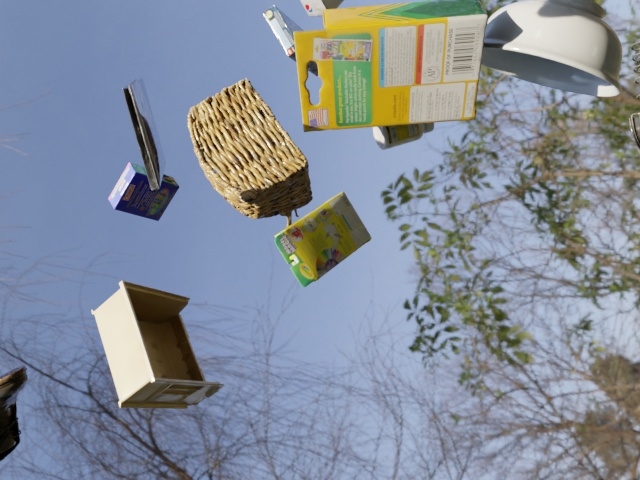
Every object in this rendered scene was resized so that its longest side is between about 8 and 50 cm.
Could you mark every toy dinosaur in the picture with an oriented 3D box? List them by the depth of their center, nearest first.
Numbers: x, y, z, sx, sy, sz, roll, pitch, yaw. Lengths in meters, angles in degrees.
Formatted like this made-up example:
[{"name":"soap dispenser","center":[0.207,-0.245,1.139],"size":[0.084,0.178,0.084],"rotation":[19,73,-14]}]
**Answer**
[{"name":"toy dinosaur","center":[-0.105,-0.111,1.682],"size":[0.183,0.053,0.092],"rotation":[60,-141,-15]}]

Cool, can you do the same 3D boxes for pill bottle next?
[{"name":"pill bottle","center":[0.172,-0.232,1.246],"size":[0.116,0.065,0.065],"rotation":[-17,-65,-12]}]

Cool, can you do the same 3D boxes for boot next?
[{"name":"boot","center":[-0.487,0.271,0.938],"size":[0.106,0.219,0.082],"rotation":[56,-143,1]}]

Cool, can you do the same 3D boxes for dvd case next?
[{"name":"dvd case","center":[-0.298,-0.190,1.040],"size":[0.018,0.221,0.165],"rotation":[-13,-70,-7]}]

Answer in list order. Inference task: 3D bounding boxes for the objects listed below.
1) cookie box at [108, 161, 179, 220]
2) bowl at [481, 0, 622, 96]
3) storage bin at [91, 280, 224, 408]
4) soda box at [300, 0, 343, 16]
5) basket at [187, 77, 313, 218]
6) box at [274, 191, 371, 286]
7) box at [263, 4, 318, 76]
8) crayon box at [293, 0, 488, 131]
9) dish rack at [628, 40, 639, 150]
[{"name":"cookie box","center":[-0.354,-0.096,1.215],"size":[0.107,0.040,0.092],"rotation":[18,-68,-50]},{"name":"bowl","center":[0.435,-0.378,1.135],"size":[0.298,0.298,0.134],"rotation":[4,-73,-50]},{"name":"storage bin","center":[-0.384,0.259,1.456],"size":[0.123,0.262,0.260],"rotation":[-38,-29,16]},{"name":"soda box","center":[0.044,-0.575,1.290],"size":[0.216,0.069,0.074],"rotation":[-53,-49,-17]},{"name":"basket","center":[-0.179,-0.194,1.483],"size":[0.213,0.299,0.223],"rotation":[-33,-17,-8]},{"name":"box","center":[0.000,0.000,1.065],"size":[0.179,0.043,0.105],"rotation":[-35,-84,-37]},{"name":"box","center":[-0.073,-0.603,1.843],"size":[0.159,0.044,0.233],"rotation":[60,-162,10]},{"name":"crayon box","center":[0.120,-0.312,1.088],"size":[0.083,0.322,0.203],"rotation":[-94,-1,-46]},{"name":"dish rack","center":[0.575,-0.247,1.005],"size":[0.208,0.074,0.272],"rotation":[28,-119,-43]}]
